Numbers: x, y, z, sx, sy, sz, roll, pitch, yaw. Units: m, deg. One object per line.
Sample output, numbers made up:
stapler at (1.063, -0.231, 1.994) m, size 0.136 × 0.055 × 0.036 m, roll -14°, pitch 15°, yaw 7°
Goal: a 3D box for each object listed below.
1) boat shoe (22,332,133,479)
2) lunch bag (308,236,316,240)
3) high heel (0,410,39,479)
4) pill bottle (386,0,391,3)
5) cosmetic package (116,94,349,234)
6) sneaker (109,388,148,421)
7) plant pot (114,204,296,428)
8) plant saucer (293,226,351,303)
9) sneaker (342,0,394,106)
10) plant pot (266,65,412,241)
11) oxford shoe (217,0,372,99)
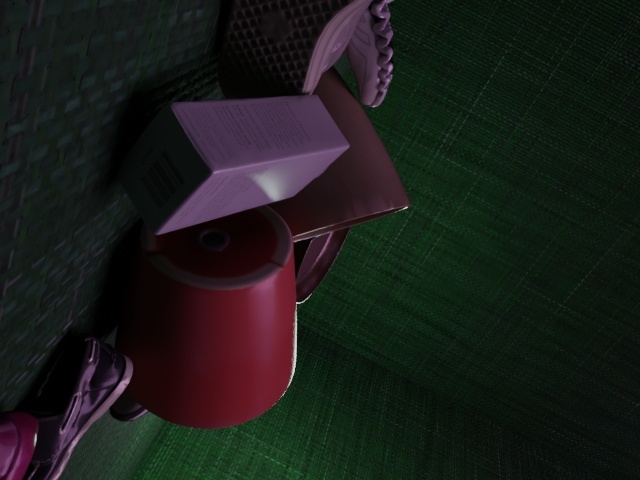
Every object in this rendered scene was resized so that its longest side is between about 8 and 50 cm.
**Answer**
boat shoe at (-0.319, 0.214, 0.665) m, size 0.233 × 0.084 × 0.079 m, roll -56°, pitch 141°, yaw -21°
lunch bag at (-0.027, -0.186, 1.173) m, size 0.138 × 0.221 × 0.293 m, roll -21°, pitch -138°, yaw 55°
high heel at (-0.333, 0.276, 0.528) m, size 0.117 × 0.082 × 0.244 m, roll 75°, pitch 29°, yaw -77°
pill bottle at (0.084, -0.477, 0.930) m, size 0.153 × 0.153 × 0.264 m, roll -64°, pitch -178°, yaw -34°
cosmetic package at (-0.084, -0.090, 0.633) m, size 0.117 × 0.085 × 0.231 m, roll -37°, pitch 172°, yaw 36°
sneaker at (-0.307, 0.198, 1.045) m, size 0.271 × 0.100 × 0.108 m, roll -60°, pitch 157°, yaw 1°
plant pot at (-0.152, 0.081, 0.817) m, size 0.275 × 0.275 × 0.243 m, roll -64°, pitch 171°, yaw -49°
plant saucer at (0.000, 0.000, 1.369) m, size 0.310 × 0.050 × 0.310 m, roll -56°, pitch 164°, yaw -25°
sneaker at (0.046, -0.337, 0.861) m, size 0.110 × 0.118 × 0.292 m, roll -94°, pitch 175°, yaw -56°
plant pot at (-0.013, -0.150, 0.951) m, size 0.256 × 0.257 × 0.273 m, roll 133°, pitch -58°, yaw -86°
oxford shoe at (0.003, -0.297, 0.607) m, size 0.130 × 0.169 × 0.449 m, roll -60°, pitch -173°, yaw -33°
